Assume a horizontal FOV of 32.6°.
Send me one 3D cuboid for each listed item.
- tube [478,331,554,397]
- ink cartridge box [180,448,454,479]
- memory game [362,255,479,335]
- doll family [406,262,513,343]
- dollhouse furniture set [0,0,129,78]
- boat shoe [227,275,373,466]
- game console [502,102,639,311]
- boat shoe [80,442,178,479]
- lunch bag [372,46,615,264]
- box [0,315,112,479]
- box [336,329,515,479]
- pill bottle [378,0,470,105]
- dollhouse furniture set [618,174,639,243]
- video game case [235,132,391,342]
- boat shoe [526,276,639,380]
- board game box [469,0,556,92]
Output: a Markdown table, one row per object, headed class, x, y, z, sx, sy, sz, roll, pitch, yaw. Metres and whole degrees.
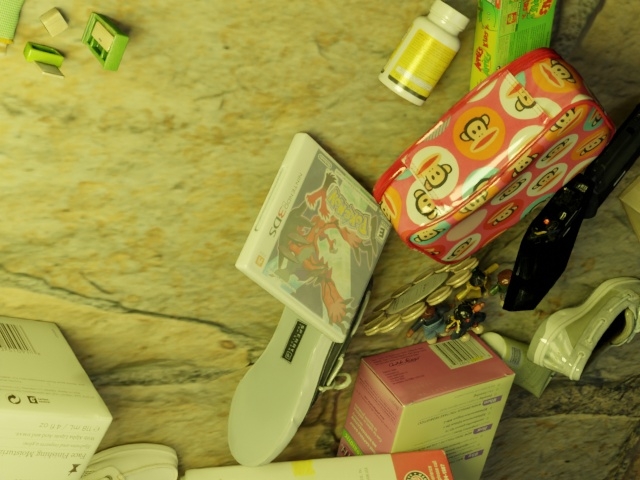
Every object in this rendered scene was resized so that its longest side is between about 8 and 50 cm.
| class | x | y | z | sx | sy | sz | roll | pitch | yaw |
| --- | --- | --- | --- | --- | --- | --- | --- | --- | --- |
| tube | 0.332 | 0.205 | 1.806 | 0.070 | 0.062 | 0.240 | -23 | 152 | 31 |
| ink cartridge box | 0.006 | 0.449 | 1.493 | 0.384 | 0.279 | 0.160 | -2 | 126 | -6 |
| memory game | 0.134 | 0.073 | 1.475 | 0.186 | 0.186 | 0.012 | -35 | 98 | -10 |
| doll family | 0.213 | 0.092 | 1.602 | 0.193 | 0.076 | 0.111 | -45 | 158 | -6 |
| dollhouse furniture set | -0.261 | -0.196 | 1.017 | 0.151 | 0.058 | 0.076 | 7 | 118 | -41 |
| boat shoe | -0.021 | 0.164 | 1.460 | 0.105 | 0.113 | 0.306 | 16 | 97 | -50 |
| game console | 0.381 | -0.058 | 1.568 | 0.361 | 0.044 | 0.213 | -46 | 158 | -27 |
| boat shoe | -0.298 | 0.339 | 1.395 | 0.277 | 0.096 | 0.098 | -12 | 130 | -30 |
| lunch bag | 0.231 | -0.092 | 1.384 | 0.293 | 0.120 | 0.258 | -40 | 155 | 14 |
| box | -0.350 | 0.173 | 1.156 | 0.181 | 0.182 | 0.119 | 13 | 114 | -43 |
| box | 0.156 | 0.284 | 1.686 | 0.213 | 0.117 | 0.243 | -11 | 128 | -31 |
| pill bottle | 0.124 | -0.223 | 1.287 | 0.065 | 0.065 | 0.116 | 18 | 111 | -44 |
| dollhouse furniture set | 0.709 | -0.098 | 1.696 | 0.394 | 0.256 | 0.362 | -43 | 139 | -1 |
| video game case | 0.000 | 0.000 | 1.325 | 0.201 | 0.023 | 0.183 | 41 | 65 | -42 |
| boat shoe | 0.467 | 0.149 | 1.803 | 0.320 | 0.103 | 0.118 | -16 | 131 | -44 |
| board game box | 0.241 | -0.249 | 1.371 | 0.092 | 0.043 | 0.181 | -21 | 134 | -24 |
